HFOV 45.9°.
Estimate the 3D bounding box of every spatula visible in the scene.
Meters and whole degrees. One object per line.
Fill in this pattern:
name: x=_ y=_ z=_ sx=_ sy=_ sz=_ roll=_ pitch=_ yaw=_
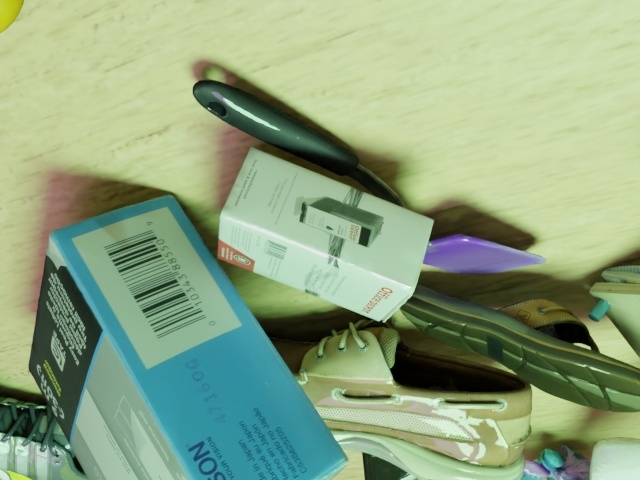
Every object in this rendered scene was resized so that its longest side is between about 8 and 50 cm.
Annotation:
spatula: x=0.036 y=-0.034 z=0.543 sx=0.296 sy=0.030 sz=0.084 roll=31 pitch=153 yaw=-25

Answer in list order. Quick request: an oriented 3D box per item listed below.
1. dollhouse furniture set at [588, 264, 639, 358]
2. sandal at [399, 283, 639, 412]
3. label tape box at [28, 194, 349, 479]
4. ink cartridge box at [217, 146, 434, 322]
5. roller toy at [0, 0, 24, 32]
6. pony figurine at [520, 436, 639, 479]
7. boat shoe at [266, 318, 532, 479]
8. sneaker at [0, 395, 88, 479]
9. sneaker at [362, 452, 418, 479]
dollhouse furniture set: x=0.342 y=0.016 z=0.537 sx=0.286 sy=0.198 sz=0.303 roll=48 pitch=161 yaw=-14
sandal: x=0.170 y=0.076 z=0.623 sx=0.219 sy=0.060 sz=0.090 roll=21 pitch=158 yaw=22
label tape box: x=-0.146 y=0.166 z=0.651 sx=0.115 sy=0.249 sz=0.348 roll=-22 pitch=158 yaw=-38
ink cartridge box: x=0.000 y=0.000 z=0.535 sx=0.135 sy=0.056 sz=0.099 roll=22 pitch=160 yaw=-2
roller toy: x=-0.175 y=-0.191 z=0.286 sx=0.191 sy=0.146 sz=0.209 roll=31 pitch=137 yaw=-26
pony figurine: x=0.301 y=0.334 z=0.765 sx=0.363 sy=0.303 sz=0.351 roll=14 pitch=178 yaw=-27
boat shoe: x=0.038 y=0.126 z=0.699 sx=0.324 sy=0.123 sz=0.116 roll=15 pitch=108 yaw=4
sneaker: x=-0.353 y=0.220 z=0.884 sx=0.121 sy=0.111 sz=0.300 roll=-23 pitch=139 yaw=19
sneaker: x=0.120 y=0.245 z=0.857 sx=0.077 sy=0.072 sz=0.178 roll=19 pitch=147 yaw=-32
